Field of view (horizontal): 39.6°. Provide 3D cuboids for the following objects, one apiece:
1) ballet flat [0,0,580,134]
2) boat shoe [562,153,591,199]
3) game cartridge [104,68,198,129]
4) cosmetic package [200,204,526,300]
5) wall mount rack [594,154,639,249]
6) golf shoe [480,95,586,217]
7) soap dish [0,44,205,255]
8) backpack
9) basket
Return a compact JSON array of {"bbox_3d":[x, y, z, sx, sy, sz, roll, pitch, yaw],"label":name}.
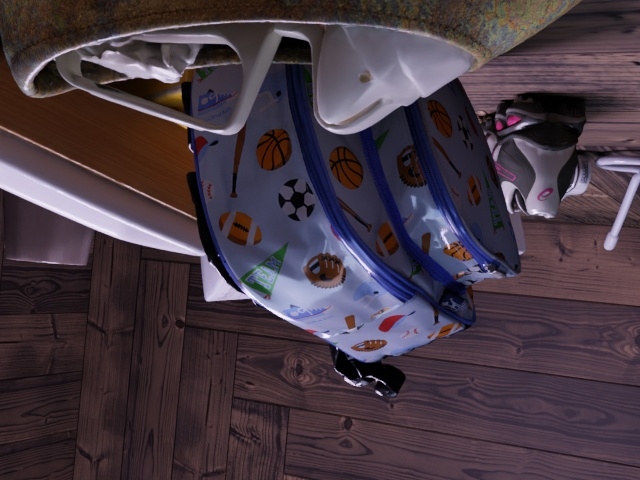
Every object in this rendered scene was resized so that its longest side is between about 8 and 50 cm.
[{"bbox_3d":[-0.022,-0.116,0.507,0.349,0.123,0.123,4,179,11],"label":"ballet flat"},{"bbox_3d":[0.334,-0.092,1.337,0.070,0.077,0.219,4,171,-4],"label":"boat shoe"},{"bbox_3d":[-0.082,-0.148,0.984,0.285,0.052,0.324,6,-179,-32],"label":"game cartridge"},{"bbox_3d":[0.054,-0.018,1.369,0.453,0.161,0.230,-3,166,-16],"label":"cosmetic package"},{"bbox_3d":[0.557,-0.043,1.278,0.350,0.130,0.304,6,179,5],"label":"wall mount rack"},{"bbox_3d":[0.224,-0.084,1.003,0.105,0.120,0.273,3,180,6],"label":"golf shoe"},{"bbox_3d":[-0.244,-0.090,0.896,0.291,0.118,0.229,27,169,-36],"label":"soap dish"},{"bbox_3d":[0.022,-0.043,0.688,0.213,0.276,0.263,-31,152,26],"label":"backpack"},{"bbox_3d":[-0.430,-0.077,1.434,0.204,0.226,0.154,4,179,14],"label":"basket"}]
